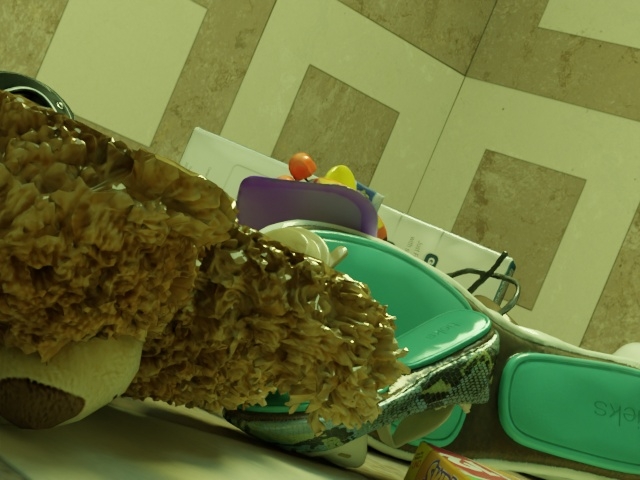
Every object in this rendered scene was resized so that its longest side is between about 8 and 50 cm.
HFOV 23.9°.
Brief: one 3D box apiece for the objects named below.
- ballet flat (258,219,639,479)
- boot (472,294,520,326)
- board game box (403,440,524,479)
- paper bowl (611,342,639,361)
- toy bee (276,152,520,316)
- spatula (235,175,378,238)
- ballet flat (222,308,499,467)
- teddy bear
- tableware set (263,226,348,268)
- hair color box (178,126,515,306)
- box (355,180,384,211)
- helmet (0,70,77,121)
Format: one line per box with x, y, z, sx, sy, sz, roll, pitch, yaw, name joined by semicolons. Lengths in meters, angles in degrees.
0.084;0.101;1.065;0.400;0.139;0.139;21;1;-29;ballet flat
0.174;0.161;1.299;0.115;0.112;0.305;-22;36;-25;boot
0.133;0.161;0.757;0.124;0.039;0.259;23;2;-13;board game box
0.355;0.197;1.441;0.284;0.148;0.284;24;0;0;paper bowl
0.000;0.000;1.217;0.162;0.298;0.195;52;32;-22;toy bee
-0.110;-0.004;0.998;0.296;0.030;0.084;-6;-34;-6;spatula
0.029;0.094;0.850;0.188;0.070;0.070;-15;22;-33;ballet flat
-0.090;0.031;0.671;0.245;0.113;0.338;23;-6;-7;teddy bear
-0.076;0.025;0.911;0.168;0.141;0.020;23;-33;28;tableware set
0.004;0.033;1.521;0.347;0.174;0.105;23;-1;12;hair color box
-0.009;0.024;1.409;0.042;0.178;0.109;23;-1;26;box
-0.341;-0.105;1.614;0.161;0.169;0.169;3;11;-34;helmet
